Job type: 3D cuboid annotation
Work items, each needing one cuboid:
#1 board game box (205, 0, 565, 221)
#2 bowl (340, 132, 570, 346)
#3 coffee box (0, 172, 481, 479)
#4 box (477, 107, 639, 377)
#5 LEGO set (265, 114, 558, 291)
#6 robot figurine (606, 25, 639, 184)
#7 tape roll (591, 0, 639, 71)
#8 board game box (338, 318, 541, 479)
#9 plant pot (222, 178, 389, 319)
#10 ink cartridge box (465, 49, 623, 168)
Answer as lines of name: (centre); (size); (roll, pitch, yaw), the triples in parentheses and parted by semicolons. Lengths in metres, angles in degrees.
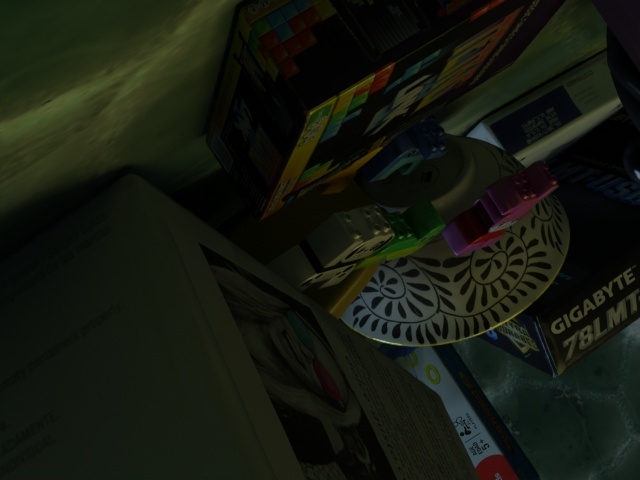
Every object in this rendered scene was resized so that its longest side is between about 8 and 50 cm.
board game box: (0.030, -0.078, 0.656); (0.141, 0.048, 0.170); (-31, 174, -12)
bowl: (0.073, -0.019, 1.093); (0.170, 0.170, 0.080); (-32, 130, -13)
coffee box: (-0.078, 0.245, 0.767); (0.338, 0.338, 0.334); (-34, 147, 13)
box: (0.235, -0.018, 1.527); (0.293, 0.073, 0.295); (-33, -154, -16)
LEGO set: (0.050, -0.043, 0.912); (0.093, 0.087, 0.227); (-40, 165, 32)
robot figurine: (0.273, -0.130, 0.978); (0.209, 0.173, 0.278); (-6, -168, 36)
tape roll: (0.233, -0.181, 0.717); (0.275, 0.090, 0.275); (-32, 175, -3)
board game box: (0.025, 0.215, 1.798); (0.302, 0.308, 0.086); (-36, 173, 14)
plant pot: (0.000, 0.000, 1.019); (0.083, 0.081, 0.081); (-46, 174, 1)
ink cartridge box: (0.171, -0.080, 1.428); (0.223, 0.045, 0.224); (-30, 174, -32)
